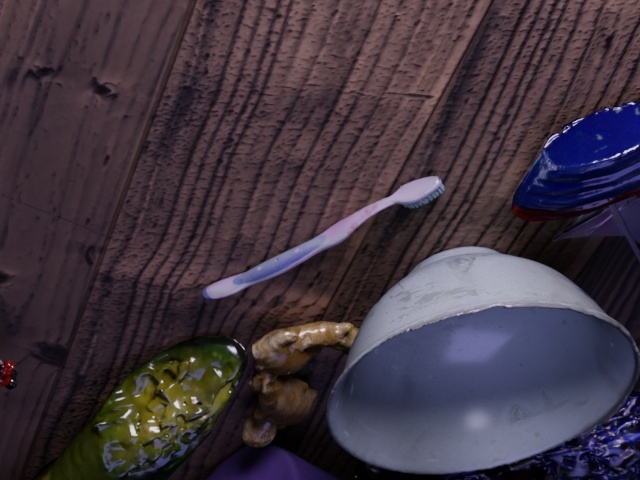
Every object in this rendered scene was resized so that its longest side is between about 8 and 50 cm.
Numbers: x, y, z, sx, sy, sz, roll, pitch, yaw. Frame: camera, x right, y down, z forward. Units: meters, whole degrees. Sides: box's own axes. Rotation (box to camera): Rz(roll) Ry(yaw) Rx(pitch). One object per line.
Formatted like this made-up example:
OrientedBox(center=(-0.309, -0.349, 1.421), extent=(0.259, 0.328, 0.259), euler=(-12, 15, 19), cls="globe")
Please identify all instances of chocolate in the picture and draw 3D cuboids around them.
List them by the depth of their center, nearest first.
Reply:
OrientedBox(center=(0.206, 0.250, 1.969), extent=(0.343, 0.148, 0.126), euler=(-8, 159, -7), cls="chocolate")

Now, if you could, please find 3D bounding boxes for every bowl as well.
OrientedBox(center=(0.150, 0.096, 1.745), extent=(0.313, 0.146, 0.313), euler=(-6, 144, -4), cls="bowl")

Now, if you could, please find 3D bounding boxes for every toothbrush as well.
OrientedBox(center=(0.000, 0.000, 1.683), extent=(0.269, 0.021, 0.027), euler=(-25, 136, 20), cls="toothbrush")

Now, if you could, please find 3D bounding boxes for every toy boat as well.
OrientedBox(center=(0.330, -0.042, 1.676), extent=(0.219, 0.072, 0.318), euler=(-33, 142, 32), cls="toy boat")

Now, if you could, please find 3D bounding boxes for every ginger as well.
OrientedBox(center=(-0.033, 0.139, 1.839), extent=(0.193, 0.052, 0.176), euler=(-35, 144, 11), cls="ginger")

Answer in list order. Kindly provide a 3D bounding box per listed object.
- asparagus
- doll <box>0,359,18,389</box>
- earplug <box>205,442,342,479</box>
OrientedBox(center=(-0.215, 0.231, 1.867), extent=(0.128, 0.108, 0.382), euler=(1, 143, -42), cls="asparagus")
OrientedBox(center=(-0.359, 0.101, 1.691), extent=(0.109, 0.057, 0.169), euler=(-6, 140, 31), cls="doll")
OrientedBox(center=(0.068, 0.409, 2.046), extent=(0.456, 0.215, 0.215), euler=(29, 129, -32), cls="earplug")
